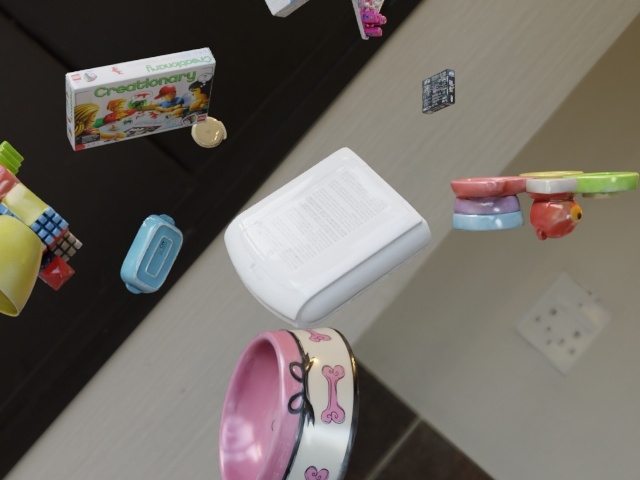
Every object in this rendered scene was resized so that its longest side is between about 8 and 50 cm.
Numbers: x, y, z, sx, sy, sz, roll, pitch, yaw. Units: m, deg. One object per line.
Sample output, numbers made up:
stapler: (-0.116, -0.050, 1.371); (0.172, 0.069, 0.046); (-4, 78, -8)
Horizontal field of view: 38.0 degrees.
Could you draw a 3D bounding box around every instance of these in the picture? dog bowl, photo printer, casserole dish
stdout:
dog bowl: (-0.080, 0.363, 1.874); (0.150, 0.408, 0.408); (14, 8, -22)
photo printer: (0.000, 0.000, 1.637); (0.256, 0.307, 0.107); (46, -17, 34)
casserole dish: (-0.367, 0.033, 2.056); (0.037, 0.188, 0.114); (13, -16, 41)

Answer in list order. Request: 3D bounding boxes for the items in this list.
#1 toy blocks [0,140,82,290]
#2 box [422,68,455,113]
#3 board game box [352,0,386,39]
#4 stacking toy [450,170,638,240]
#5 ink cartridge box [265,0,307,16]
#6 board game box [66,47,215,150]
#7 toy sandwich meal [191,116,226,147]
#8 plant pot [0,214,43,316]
toy blocks: (-0.544, -0.049, 1.615); (0.261, 0.190, 0.381); (26, -20, 50)
box: (0.225, -0.284, 1.777); (0.018, 0.067, 0.083); (6, -11, -29)
board game box: (0.139, -0.770, 2.305); (0.050, 0.390, 0.390); (5, -37, 21)
stacking toy: (0.408, -0.053, 1.684); (0.309, 0.130, 0.279); (-7, 7, -30)
ink cartridge box: (-0.093, -0.593, 2.021); (0.181, 0.104, 0.061); (63, 26, 3)
board game box: (-0.380, -0.299, 1.963); (0.053, 0.305, 0.193); (62, -26, 26)
toy sandwich meal: (-0.271, -0.261, 2.244); (0.085, 0.085, 0.029); (42, -18, -8)
plant pot: (-0.427, 0.022, 1.233); (0.134, 0.095, 0.134); (26, -27, 15)
